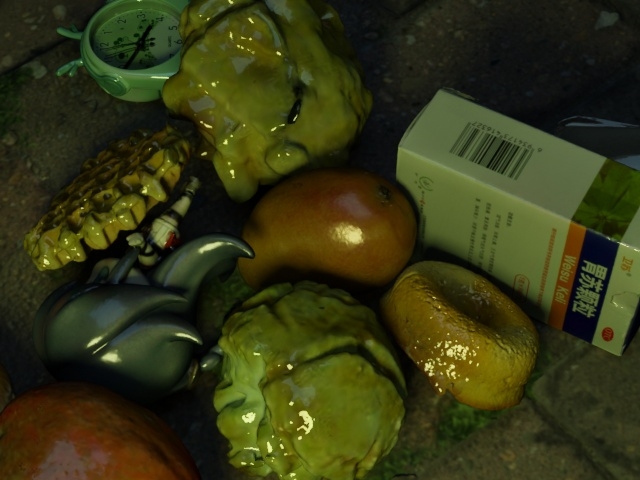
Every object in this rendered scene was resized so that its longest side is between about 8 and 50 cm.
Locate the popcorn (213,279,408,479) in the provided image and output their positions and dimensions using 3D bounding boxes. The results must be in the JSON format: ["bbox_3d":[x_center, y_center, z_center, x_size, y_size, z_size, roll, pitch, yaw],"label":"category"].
[{"bbox_3d":[-0.008,0.148,1.442,0.204,0.184,0.221,10,47,-30],"label":"popcorn"}]

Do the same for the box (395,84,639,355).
[{"bbox_3d":[0.232,-0.019,1.536,0.299,0.200,0.106,26,58,18],"label":"box"}]

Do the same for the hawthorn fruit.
[{"bbox_3d":[-0.205,0.252,1.369,0.262,0.210,0.211,11,55,-10],"label":"hawthorn fruit"}]

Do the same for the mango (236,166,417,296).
[{"bbox_3d":[0.000,-0.005,1.542,0.221,0.152,0.120,-8,26,25],"label":"mango"}]

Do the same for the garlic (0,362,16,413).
[{"bbox_3d":[-0.414,0.154,1.452,0.145,0.164,0.245,-39,57,-4],"label":"garlic"}]

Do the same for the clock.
[{"bbox_3d":[-0.235,-0.248,1.781,0.210,0.066,0.159,-3,55,-1],"label":"clock"}]

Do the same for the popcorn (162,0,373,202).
[{"bbox_3d":[-0.062,-0.182,1.646,0.252,0.215,0.286,-26,76,-17],"label":"popcorn"}]

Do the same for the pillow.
[{"bbox_3d":[0.400,-0.101,1.684,0.232,0.038,0.131,3,50,7],"label":"pillow"}]

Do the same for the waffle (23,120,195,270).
[{"bbox_3d":[-0.231,-0.059,1.567,0.056,0.253,0.249,49,46,-18],"label":"waffle"}]

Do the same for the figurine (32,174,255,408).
[{"bbox_3d":[-0.185,0.066,1.508,0.265,0.175,0.197,-38,68,-14],"label":"figurine"}]

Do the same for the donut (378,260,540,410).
[{"bbox_3d":[0.156,0.092,1.491,0.174,0.075,0.190,3,39,-41],"label":"donut"}]
